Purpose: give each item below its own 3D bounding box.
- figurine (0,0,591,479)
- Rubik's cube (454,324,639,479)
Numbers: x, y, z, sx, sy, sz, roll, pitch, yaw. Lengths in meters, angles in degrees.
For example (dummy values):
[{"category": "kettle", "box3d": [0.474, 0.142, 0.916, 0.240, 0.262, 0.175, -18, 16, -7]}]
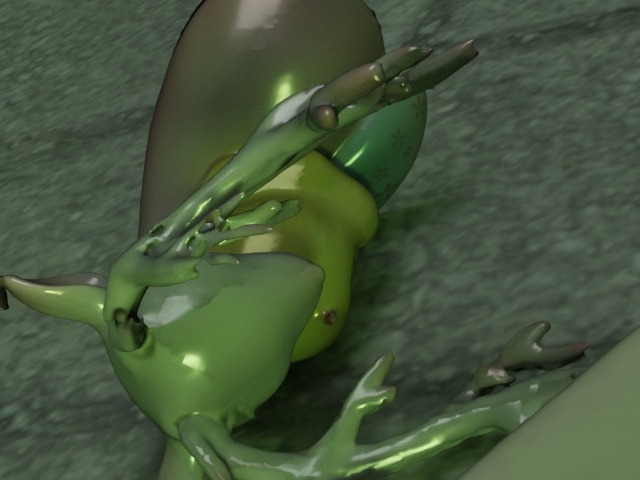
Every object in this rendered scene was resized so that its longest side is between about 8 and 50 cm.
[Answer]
[{"category": "figurine", "box3d": [-0.012, -0.007, 0.883, 0.284, 0.206, 0.316, -26, 30, 25]}, {"category": "Rubik's cube", "box3d": [0.249, 0.111, 0.344, 0.291, 0.290, 0.291, -38, 29, -20]}]
